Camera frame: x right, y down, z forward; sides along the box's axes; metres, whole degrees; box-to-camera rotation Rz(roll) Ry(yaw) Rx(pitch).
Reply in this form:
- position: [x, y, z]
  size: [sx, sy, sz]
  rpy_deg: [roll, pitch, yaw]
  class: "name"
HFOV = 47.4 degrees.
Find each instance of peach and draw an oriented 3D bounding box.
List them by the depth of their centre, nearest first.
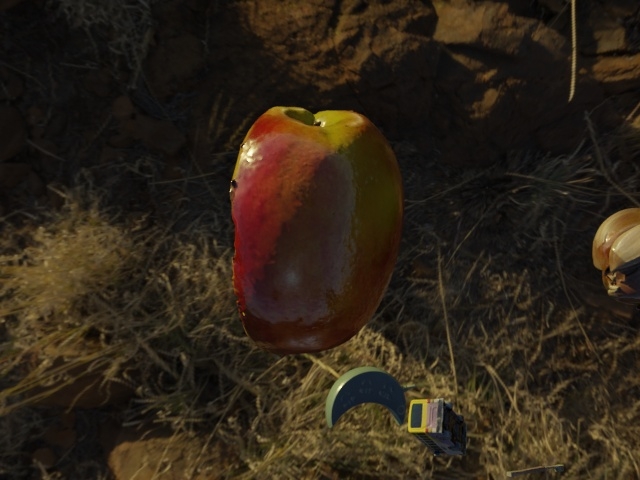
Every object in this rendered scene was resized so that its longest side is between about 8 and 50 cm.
- position: [0.000, 0.000, 1.146]
  size: [0.242, 0.306, 0.381]
  rpy_deg: [11, 117, 13]
  class: "peach"

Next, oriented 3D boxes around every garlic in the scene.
- position: [0.631, 0.041, 1.407]
  size: [0.191, 0.160, 0.214]
  rpy_deg: [-36, 117, 14]
  class: "garlic"

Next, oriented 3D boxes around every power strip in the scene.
- position: [0.116, 0.349, 1.624]
  size: [0.215, 0.044, 0.137]
  rpy_deg: [1, 93, -20]
  class: "power strip"

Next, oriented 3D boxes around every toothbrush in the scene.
- position: [0.491, 0.521, 1.649]
  size: [0.014, 0.194, 0.017]
  rpy_deg: [-12, 74, 53]
  class: "toothbrush"

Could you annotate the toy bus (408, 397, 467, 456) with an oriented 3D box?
- position: [0.158, 0.252, 0.977]
  size: [0.058, 0.102, 0.052]
  rpy_deg: [-7, 55, 27]
  class: "toy bus"
